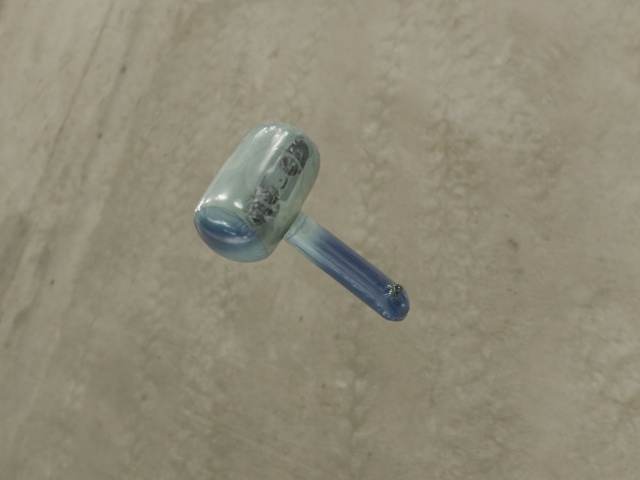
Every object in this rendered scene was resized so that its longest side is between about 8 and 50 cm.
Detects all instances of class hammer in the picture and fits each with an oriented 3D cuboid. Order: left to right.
[{"bbox_3d":[0.000,0.000,0.644,0.069,0.194,0.116,-28,28,56],"label":"hammer"}]
